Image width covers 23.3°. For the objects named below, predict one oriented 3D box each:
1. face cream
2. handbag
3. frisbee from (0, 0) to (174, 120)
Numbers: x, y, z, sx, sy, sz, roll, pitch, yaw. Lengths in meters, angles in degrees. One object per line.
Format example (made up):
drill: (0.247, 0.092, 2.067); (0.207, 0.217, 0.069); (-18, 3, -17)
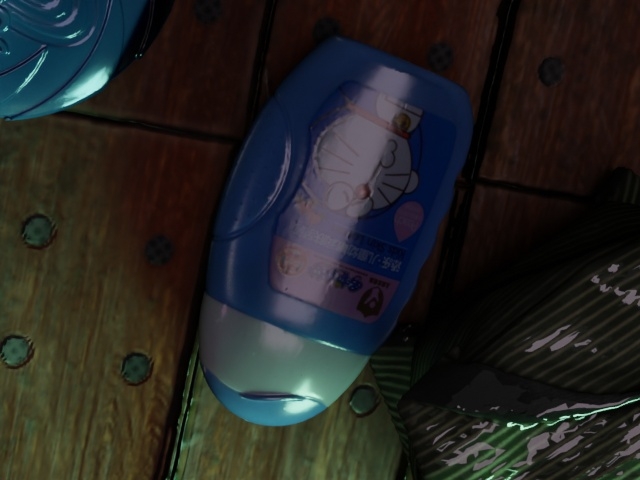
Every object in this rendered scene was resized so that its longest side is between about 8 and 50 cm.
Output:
face cream: (0.000, 0.000, 1.039); (0.149, 0.083, 0.264); (21, 96, -14)
handbag: (0.197, 0.111, 1.041); (0.340, 0.247, 0.240); (-34, 96, -3)
frisbee: (-0.201, -0.193, 0.969); (0.242, 0.045, 0.242); (-3, 104, -13)
